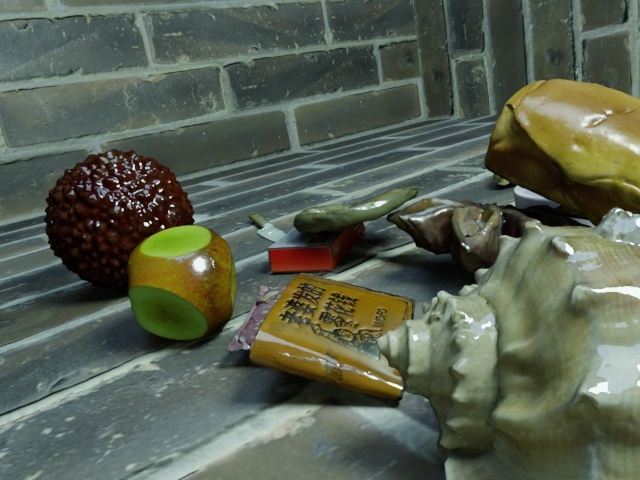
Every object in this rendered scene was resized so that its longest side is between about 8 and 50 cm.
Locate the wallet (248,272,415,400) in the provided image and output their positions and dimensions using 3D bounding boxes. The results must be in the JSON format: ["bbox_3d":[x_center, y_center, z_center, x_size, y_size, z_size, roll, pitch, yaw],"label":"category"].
[{"bbox_3d":[0.020,0.095,0.606,0.161,0.042,0.195,11,19,9],"label":"wallet"}]

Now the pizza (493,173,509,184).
[{"bbox_3d":[0.536,-0.178,1.318,0.292,0.058,0.197,-25,22,-39],"label":"pizza"}]

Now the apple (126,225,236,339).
[{"bbox_3d":[-0.190,0.062,0.742,0.147,0.146,0.163,-3,30,-4],"label":"apple"}]

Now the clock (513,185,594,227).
[{"bbox_3d":[0.443,-0.066,0.953,0.196,0.068,0.197,-9,16,3],"label":"clock"}]

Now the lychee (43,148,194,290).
[{"bbox_3d":[-0.367,-0.037,1.010,0.264,0.264,0.300,-24,3,-42],"label":"lychee"}]

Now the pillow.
[{"bbox_3d":[-0.044,0.102,0.706,0.118,0.043,0.185,0,20,10],"label":"pillow"}]

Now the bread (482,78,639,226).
[{"bbox_3d":[0.383,-0.088,0.675,0.195,0.149,0.344,-25,51,-37],"label":"bread"}]

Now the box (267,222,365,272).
[{"bbox_3d":[0.000,-0.001,1.030,0.123,0.050,0.229,-2,16,20],"label":"box"}]

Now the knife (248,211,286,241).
[{"bbox_3d":[-0.125,-0.026,1.265,0.047,0.017,0.298,-17,21,-19],"label":"knife"}]

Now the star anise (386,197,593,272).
[{"bbox_3d":[0.239,-0.003,0.778,0.292,0.109,0.349,-15,18,-39],"label":"star anise"}]

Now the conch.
[{"bbox_3d":[0.196,0.095,0.355,0.324,0.186,0.263,-7,37,20],"label":"conch"}]

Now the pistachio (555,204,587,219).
[{"bbox_3d":[0.428,-0.037,0.789,0.173,0.049,0.089,18,0,3],"label":"pistachio"}]

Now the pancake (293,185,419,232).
[{"bbox_3d":[0.067,-0.051,0.957,0.241,0.050,0.242,-14,8,2],"label":"pancake"}]
